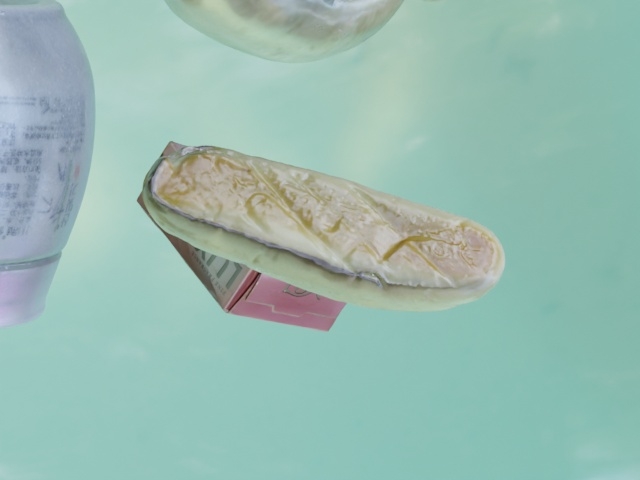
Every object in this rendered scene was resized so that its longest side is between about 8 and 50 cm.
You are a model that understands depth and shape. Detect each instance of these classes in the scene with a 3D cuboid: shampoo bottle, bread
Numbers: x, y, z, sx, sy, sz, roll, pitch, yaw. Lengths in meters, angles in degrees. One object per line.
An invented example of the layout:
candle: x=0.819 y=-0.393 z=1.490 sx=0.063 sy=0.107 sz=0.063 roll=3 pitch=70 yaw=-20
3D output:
shampoo bottle: x=-0.318 y=-0.070 z=1.384 sx=0.273 sy=0.273 sz=0.266 roll=-7 pitch=110 yaw=-57
bread: x=-0.001 y=-0.001 z=1.023 sx=0.053 sy=0.214 sz=0.073 roll=99 pitch=9 yaw=-56

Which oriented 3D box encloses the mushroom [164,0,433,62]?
mushroom: x=-0.025 y=-0.276 z=1.375 sx=0.315 sy=0.315 sz=0.356 roll=54 pitch=24 yaw=-30

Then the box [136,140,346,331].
box: x=-0.053 y=-0.003 z=1.278 sx=0.111 sy=0.060 sz=0.156 roll=11 pitch=26 yaw=-45
